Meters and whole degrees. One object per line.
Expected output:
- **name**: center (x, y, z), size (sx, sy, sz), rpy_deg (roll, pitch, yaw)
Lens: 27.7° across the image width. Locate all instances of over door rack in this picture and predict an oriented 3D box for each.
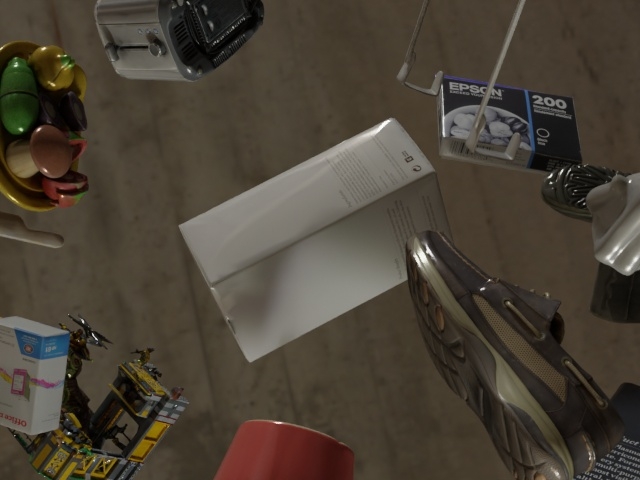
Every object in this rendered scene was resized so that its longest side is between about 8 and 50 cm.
- **over door rack**: center (0.149, -0.275, 1.428), size (0.239, 0.108, 0.324), rpy_deg (-124, 36, -57)

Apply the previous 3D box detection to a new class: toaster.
- **toaster**: center (-0.176, -0.287, 1.631), size (0.227, 0.146, 0.129), rpy_deg (-51, -48, -42)

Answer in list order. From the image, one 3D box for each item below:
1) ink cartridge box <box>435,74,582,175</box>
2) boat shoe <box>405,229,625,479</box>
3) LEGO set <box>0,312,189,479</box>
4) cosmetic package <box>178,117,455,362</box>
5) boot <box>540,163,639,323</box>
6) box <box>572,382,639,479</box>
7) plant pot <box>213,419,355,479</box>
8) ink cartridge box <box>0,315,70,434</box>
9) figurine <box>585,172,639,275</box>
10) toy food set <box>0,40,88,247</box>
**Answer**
- **ink cartridge box**: center (0.272, -0.182, 1.898), size (0.208, 0.206, 0.045), rpy_deg (-88, 8, -49)
- **boat shoe**: center (0.207, 0.120, 1.431), size (0.132, 0.130, 0.355), rpy_deg (87, 158, -50)
- **LEGO set**: center (-0.354, 0.200, 1.897), size (0.331, 0.192, 0.255), rpy_deg (41, -173, 41)
- **cosmetic package**: center (0.000, 0.000, 1.940), size (0.155, 0.365, 0.197), rpy_deg (58, 171, 42)
- **boot**: center (0.341, 0.009, 1.530), size (0.208, 0.190, 0.076), rpy_deg (92, -172, -53)
- **box**: center (0.398, 0.511, 1.627), size (0.472, 0.297, 0.480), rpy_deg (-29, -50, -53)
- **plant pot**: center (-0.068, 0.430, 2.060), size (0.275, 0.275, 0.243), rpy_deg (101, -176, -68)
- **ink cartridge box**: center (-0.353, 0.161, 1.544), size (0.052, 0.088, 0.122), rpy_deg (-9, -71, -61)
- **figurine**: center (0.392, -0.031, 1.256), size (0.209, 0.215, 0.092), rpy_deg (-56, 8, 49)
- **toy food set**: center (-0.263, -0.102, 1.272), size (0.128, 0.071, 0.218), rpy_deg (27, -123, -50)
